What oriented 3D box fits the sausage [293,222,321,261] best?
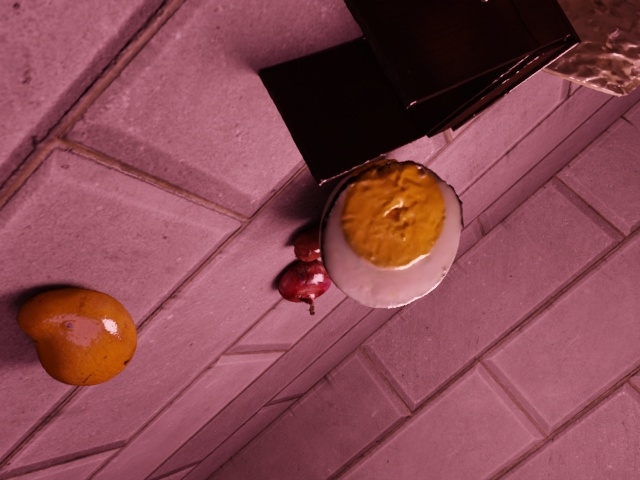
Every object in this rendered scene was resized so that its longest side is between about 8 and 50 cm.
[{"bbox_3d":[0.000,0.000,1.163,0.141,0.076,0.076,-27,155,-27],"label":"sausage"}]

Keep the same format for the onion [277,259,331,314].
[{"bbox_3d":[-0.029,0.132,1.277,0.149,0.140,0.150,-17,143,-14],"label":"onion"}]

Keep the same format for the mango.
[{"bbox_3d":[-0.395,0.167,0.818,0.157,0.109,0.262,-29,154,-14],"label":"mango"}]

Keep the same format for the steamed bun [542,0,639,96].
[{"bbox_3d":[0.464,-0.423,0.821,0.273,0.290,0.272,-40,160,-52],"label":"steamed bun"}]

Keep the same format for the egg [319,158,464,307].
[{"bbox_3d":[0.133,-0.022,1.092,0.337,0.337,0.201,-35,-166,-10],"label":"egg"}]

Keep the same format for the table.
[{"bbox_3d":[0.111,-0.233,0.632,0.281,0.196,0.250,-28,179,-26],"label":"table"}]
